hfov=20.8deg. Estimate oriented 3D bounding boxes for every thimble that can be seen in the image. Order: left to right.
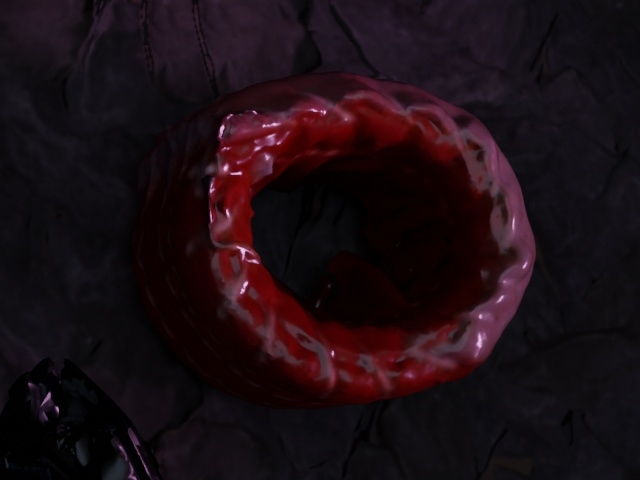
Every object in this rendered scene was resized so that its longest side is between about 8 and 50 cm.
[{"bbox_3d":[0.005,0.004,0.890,0.189,0.125,0.163,6,80,-21],"label":"thimble"}]

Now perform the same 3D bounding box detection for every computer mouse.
[{"bbox_3d":[-0.108,0.174,0.826,0.077,0.146,0.242,-9,95,-50],"label":"computer mouse"}]
